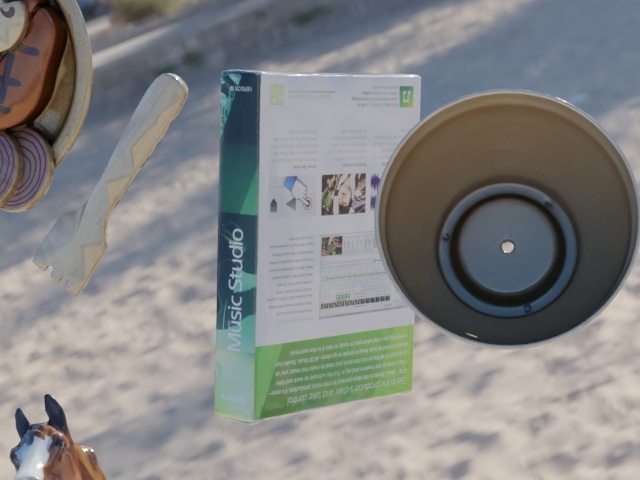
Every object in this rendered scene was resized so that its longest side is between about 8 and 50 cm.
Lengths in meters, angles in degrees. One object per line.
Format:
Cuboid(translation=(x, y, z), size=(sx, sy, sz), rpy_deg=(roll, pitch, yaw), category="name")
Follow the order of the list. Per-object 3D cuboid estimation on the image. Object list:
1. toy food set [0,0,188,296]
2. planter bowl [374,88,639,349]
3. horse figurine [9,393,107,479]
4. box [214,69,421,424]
Cuboid(translation=(-0.162, -0.073, 0.756), size=(0.132, 0.192, 0.038), rpy_deg=(-58, -10, 18), category="toy food set")
Cuboid(translation=(0.118, -0.004, 1.087), size=(0.162, 0.162, 0.109), rpy_deg=(-21, -13, 1), category="planter bowl")
Cuboid(translation=(-0.036, 0.195, 0.658), size=(0.066, 0.263, 0.174), rpy_deg=(-45, 18, 21), category="horse figurine")
Cuboid(translation=(0.000, 0.000, 1.627), size=(0.058, 0.322, 0.232), rpy_deg=(5, 6, 43), category="box")
